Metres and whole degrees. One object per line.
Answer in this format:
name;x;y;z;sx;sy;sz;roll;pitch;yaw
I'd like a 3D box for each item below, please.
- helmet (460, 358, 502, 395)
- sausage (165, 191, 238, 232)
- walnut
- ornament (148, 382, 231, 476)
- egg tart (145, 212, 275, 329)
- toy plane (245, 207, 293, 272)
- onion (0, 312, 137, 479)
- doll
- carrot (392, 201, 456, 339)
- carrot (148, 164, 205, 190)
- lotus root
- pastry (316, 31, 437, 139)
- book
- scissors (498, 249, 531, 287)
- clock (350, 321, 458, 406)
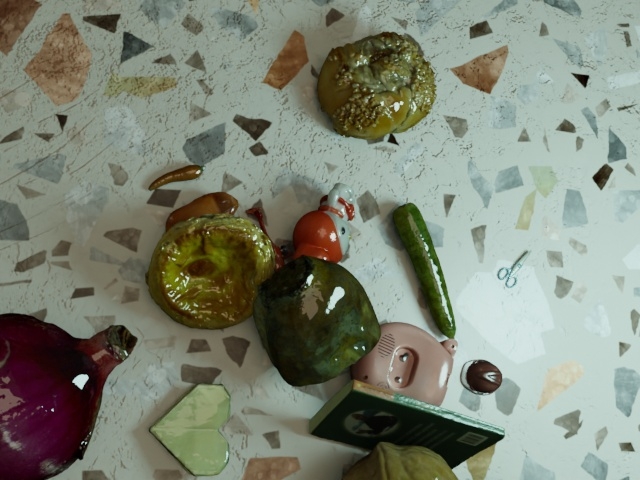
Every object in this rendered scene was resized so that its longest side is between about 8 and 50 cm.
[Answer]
helmet;0.412;0.342;1.919;0.111;0.057;0.089;11;80;-15
sausage;-0.275;-0.055;1.771;0.179;0.089;0.089;-25;89;-22
walnut;0.179;0.609;1.686;0.306;0.306;0.344;-17;85;-18
ornament;-0.288;0.416;1.703;0.180;0.059;0.201;5;77;-15
egg tart;-0.242;0.061;1.713;0.295;0.116;0.294;-5;116;-9
toy plane;-0.114;0.011;1.812;0.126;0.077;0.194;9;70;-23
onion;-0.532;0.275;1.488;0.385;0.348;0.347;-30;90;-5
doll;0.000;0.000;1.800;0.130;0.161;0.290;18;62;16
carrot;0.268;0.077;1.914;0.074;0.074;0.358;-20;89;-19
carrot;-0.334;-0.148;1.792;0.142;0.035;0.035;-19;87;-11
lotus root;-0.003;0.167;1.702;0.267;0.149;0.260;-29;129;-12
pastry;0.149;-0.386;1.907;0.311;0.162;0.255;-22;90;-17
book;0.189;0.425;1.741;0.371;0.260;0.043;20;51;-13
scissors;0.515;0.068;2.017;0.058;0.014;0.119;44;76;-7
clock;0.181;0.299;1.808;0.241;0.142;0.227;21;70;-3
